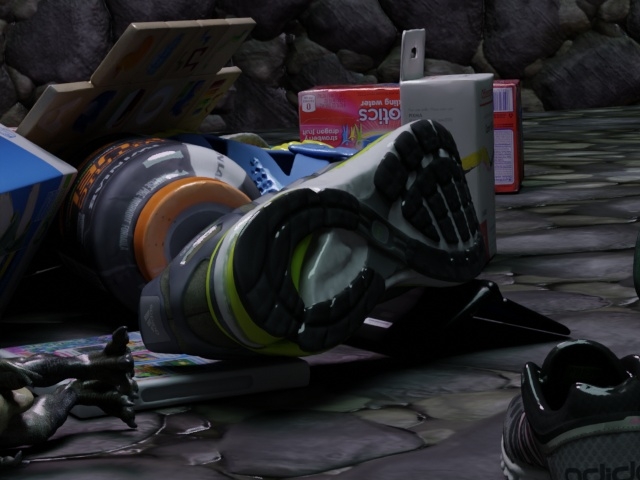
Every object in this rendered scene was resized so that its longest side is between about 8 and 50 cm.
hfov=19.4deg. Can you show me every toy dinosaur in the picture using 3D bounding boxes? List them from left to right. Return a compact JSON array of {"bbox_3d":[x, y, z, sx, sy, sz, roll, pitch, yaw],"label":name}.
[{"bbox_3d":[-0.153,0.080,0.947,0.118,0.064,0.268,-10,5,-8],"label":"toy dinosaur"}]

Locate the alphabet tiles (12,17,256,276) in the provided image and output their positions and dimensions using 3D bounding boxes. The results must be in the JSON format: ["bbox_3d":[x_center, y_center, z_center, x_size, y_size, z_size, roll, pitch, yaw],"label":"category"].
[{"bbox_3d":[-0.183,-0.070,1.523,0.011,0.285,0.342,44,20,10],"label":"alphabet tiles"}]

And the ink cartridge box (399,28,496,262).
[{"bbox_3d":[0.109,-0.080,1.575,0.067,0.198,0.115,-1,7,12],"label":"ink cartridge box"}]

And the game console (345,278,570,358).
[{"bbox_3d":[0.081,0.059,1.229,0.107,0.071,0.122,-39,23,-23],"label":"game console"}]

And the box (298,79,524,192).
[{"bbox_3d":[0.108,-0.121,2.197,0.257,0.128,0.122,-2,7,9],"label":"box"}]

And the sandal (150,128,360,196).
[{"bbox_3d":[-0.049,-0.032,1.590,0.317,0.126,0.138,-11,15,-43],"label":"sandal"}]

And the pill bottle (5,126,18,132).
[{"bbox_3d":[-0.292,-0.046,1.758,0.121,0.121,0.216,-8,9,-38],"label":"pill bottle"}]

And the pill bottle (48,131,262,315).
[{"bbox_3d":[-0.115,-0.010,1.363,0.130,0.130,0.246,-5,7,-19],"label":"pill bottle"}]

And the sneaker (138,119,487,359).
[{"bbox_3d":[0.000,0.000,1.144,0.121,0.111,0.300,-13,3,35],"label":"sneaker"}]

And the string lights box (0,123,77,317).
[{"bbox_3d":[-0.259,0.003,1.234,0.077,0.133,0.260,30,12,5],"label":"string lights box"}]

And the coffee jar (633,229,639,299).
[{"bbox_3d":[0.280,0.023,1.174,0.096,0.079,0.184,3,4,-19],"label":"coffee jar"}]

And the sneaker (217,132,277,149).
[{"bbox_3d":[-0.093,-0.046,1.798,0.121,0.108,0.302,-1,-1,20],"label":"sneaker"}]

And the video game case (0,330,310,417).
[{"bbox_3d":[-0.104,0.076,1.122,0.143,0.019,0.157,-6,9,-27],"label":"video game case"}]

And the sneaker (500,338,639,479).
[{"bbox_3d":[0.114,0.076,0.811,0.063,0.074,0.170,-3,7,-2],"label":"sneaker"}]
